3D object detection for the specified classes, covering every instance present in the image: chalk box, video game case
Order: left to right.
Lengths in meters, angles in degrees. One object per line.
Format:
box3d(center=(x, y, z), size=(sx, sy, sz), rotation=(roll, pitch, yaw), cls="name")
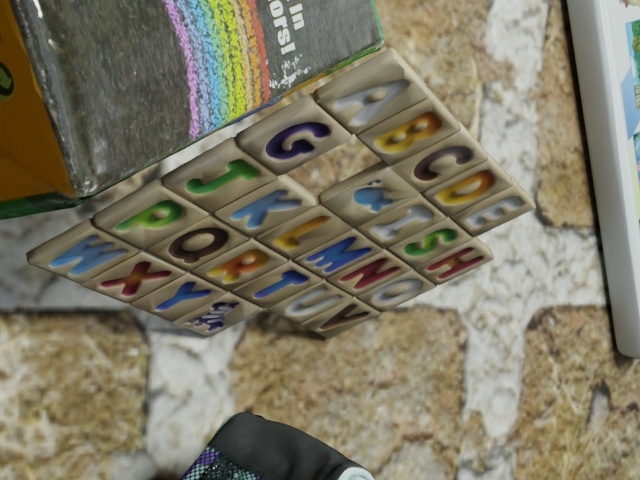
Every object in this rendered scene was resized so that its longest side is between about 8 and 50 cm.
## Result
box3d(center=(-0.101, -0.131, 0.479), size=(0.289, 0.179, 0.180), rotation=(-37, 116, -56), cls="chalk box")
box3d(center=(0.323, -0.108, 0.926), size=(0.300, 0.036, 0.329), rotation=(-22, 107, -35), cls="video game case")

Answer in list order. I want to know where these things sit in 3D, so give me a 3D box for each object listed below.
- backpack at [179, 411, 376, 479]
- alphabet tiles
box3d(center=(-0.028, 0.251, 0.587), size=(0.253, 0.191, 0.225), rotation=(-50, 136, -18), cls="backpack")
box3d(center=(0.000, 0.000, 0.594), size=(0.237, 0.198, 0.009), rotation=(33, 34, -57), cls="alphabet tiles")
